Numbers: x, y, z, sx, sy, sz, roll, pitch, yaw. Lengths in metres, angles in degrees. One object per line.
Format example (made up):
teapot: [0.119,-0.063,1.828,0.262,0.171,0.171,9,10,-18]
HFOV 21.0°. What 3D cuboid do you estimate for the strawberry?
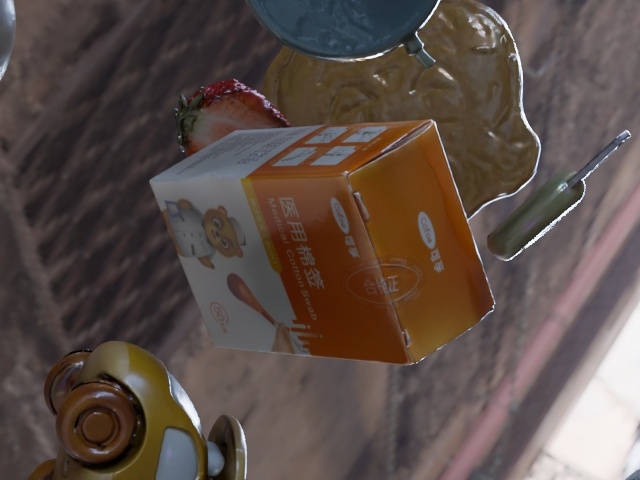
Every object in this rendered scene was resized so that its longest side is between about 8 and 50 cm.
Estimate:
strawberry: [-0.105,-0.151,2.299,0.187,0.082,0.146,21,-46,-15]

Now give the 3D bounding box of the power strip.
power strip: [0.021,-0.267,1.812,0.253,0.167,0.054,29,1,-2]

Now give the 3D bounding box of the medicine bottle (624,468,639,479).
medicine bottle: [0.441,0.367,2.062,0.219,0.078,0.115,49,6,-11]

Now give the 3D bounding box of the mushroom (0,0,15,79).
mushroom: [-0.354,-0.181,1.454,0.206,0.206,0.209,75,-2,-56]

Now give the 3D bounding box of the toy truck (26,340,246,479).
toy truck: [-0.206,0.257,1.853,0.212,0.288,0.204,14,6,-15]

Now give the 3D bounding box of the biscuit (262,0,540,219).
biscuit: [0.110,-0.184,2.515,0.062,0.385,0.365,5,69,-75]

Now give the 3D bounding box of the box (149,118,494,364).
box: [0.000,0.000,1.856,0.341,0.143,0.225,1,-63,48]

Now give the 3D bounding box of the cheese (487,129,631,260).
cheese: [0.248,-0.051,1.767,0.037,0.097,0.192,49,-50,7]
